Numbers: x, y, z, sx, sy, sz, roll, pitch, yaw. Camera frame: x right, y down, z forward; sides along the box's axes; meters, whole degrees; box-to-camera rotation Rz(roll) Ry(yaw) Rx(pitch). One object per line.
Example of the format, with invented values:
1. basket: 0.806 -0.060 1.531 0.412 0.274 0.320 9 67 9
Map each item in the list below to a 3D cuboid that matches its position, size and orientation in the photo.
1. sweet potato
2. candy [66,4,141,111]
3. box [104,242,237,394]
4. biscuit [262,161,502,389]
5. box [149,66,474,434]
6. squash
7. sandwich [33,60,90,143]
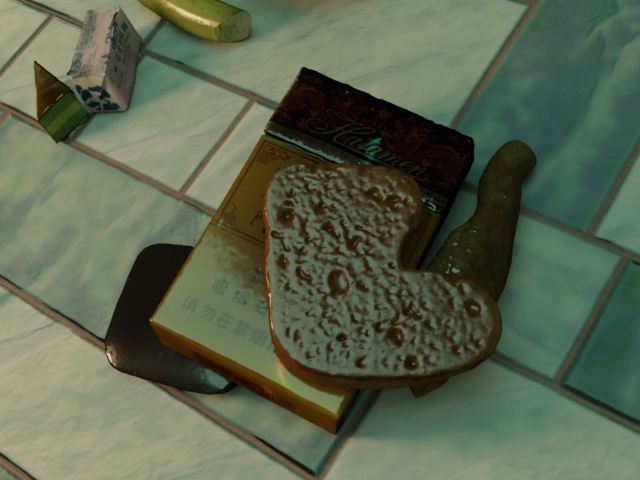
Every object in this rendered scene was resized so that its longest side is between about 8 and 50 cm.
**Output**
1. sweet potato: 0.193 0.020 1.081 0.109 0.109 0.385 19 67 22
2. candy: -0.351 -0.297 1.399 0.073 0.092 0.160 -4 59 13
3. box: -0.183 0.104 1.163 0.212 0.042 0.201 8 64 18
4. biscuit: 0.065 0.035 0.998 0.262 0.052 0.277 -6 70 -2
5. box: 0.000 0.000 1.105 0.264 0.116 0.415 26 70 11
6. squash: -0.228 -0.400 1.434 0.250 0.083 0.083 34 74 25
7. sandwich: -0.446 -0.226 1.392 0.116 0.074 0.074 37 75 29
